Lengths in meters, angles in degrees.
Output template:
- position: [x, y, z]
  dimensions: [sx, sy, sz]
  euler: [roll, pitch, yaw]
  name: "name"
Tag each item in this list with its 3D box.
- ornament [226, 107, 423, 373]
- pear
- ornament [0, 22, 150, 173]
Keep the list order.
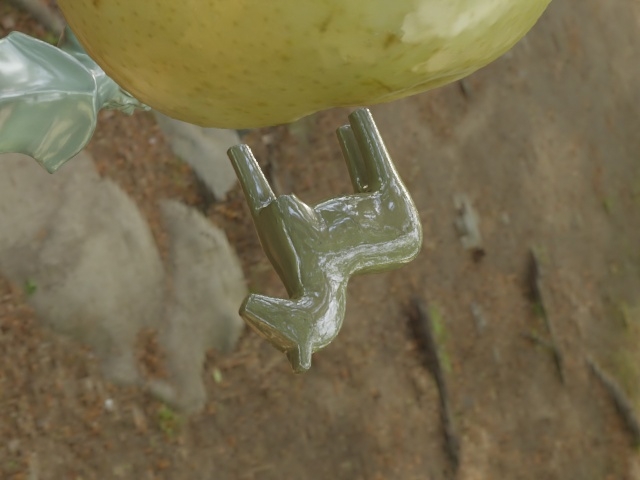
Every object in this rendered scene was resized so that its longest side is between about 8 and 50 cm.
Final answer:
- position: [0.000, 0.000, 1.435]
  dimensions: [0.230, 0.061, 0.244]
  euler: [-12, 69, -35]
  name: "ornament"
- position: [-0.007, -0.208, 0.783]
  dimensions: [0.309, 0.309, 0.309]
  euler: [32, 49, -46]
  name: "pear"
- position: [-0.224, -0.144, 1.355]
  dimensions: [0.120, 0.130, 0.285]
  euler: [44, 48, 9]
  name: "ornament"
